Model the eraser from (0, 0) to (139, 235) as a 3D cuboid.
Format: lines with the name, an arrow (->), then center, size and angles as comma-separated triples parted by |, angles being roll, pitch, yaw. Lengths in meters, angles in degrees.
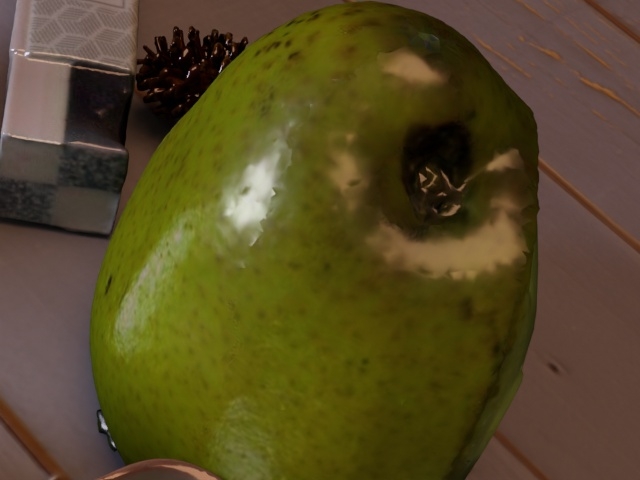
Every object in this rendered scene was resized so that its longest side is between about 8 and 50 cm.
eraser -> -0.196, -0.188, 1.004 | 0.096, 0.098, 0.404 | 8, 47, -15

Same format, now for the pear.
pear -> 0.000, 0.000, 0.767 | 0.238, 0.318, 0.342 | 17, 43, -13

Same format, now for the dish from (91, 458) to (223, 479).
dish -> -0.103, 0.234, 0.654 | 0.229, 0.081, 0.229 | 9, 60, -15

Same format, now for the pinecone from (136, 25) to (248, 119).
pinecone -> -0.090, -0.123, 0.984 | 0.109, 0.102, 0.102 | 36, 46, 3
